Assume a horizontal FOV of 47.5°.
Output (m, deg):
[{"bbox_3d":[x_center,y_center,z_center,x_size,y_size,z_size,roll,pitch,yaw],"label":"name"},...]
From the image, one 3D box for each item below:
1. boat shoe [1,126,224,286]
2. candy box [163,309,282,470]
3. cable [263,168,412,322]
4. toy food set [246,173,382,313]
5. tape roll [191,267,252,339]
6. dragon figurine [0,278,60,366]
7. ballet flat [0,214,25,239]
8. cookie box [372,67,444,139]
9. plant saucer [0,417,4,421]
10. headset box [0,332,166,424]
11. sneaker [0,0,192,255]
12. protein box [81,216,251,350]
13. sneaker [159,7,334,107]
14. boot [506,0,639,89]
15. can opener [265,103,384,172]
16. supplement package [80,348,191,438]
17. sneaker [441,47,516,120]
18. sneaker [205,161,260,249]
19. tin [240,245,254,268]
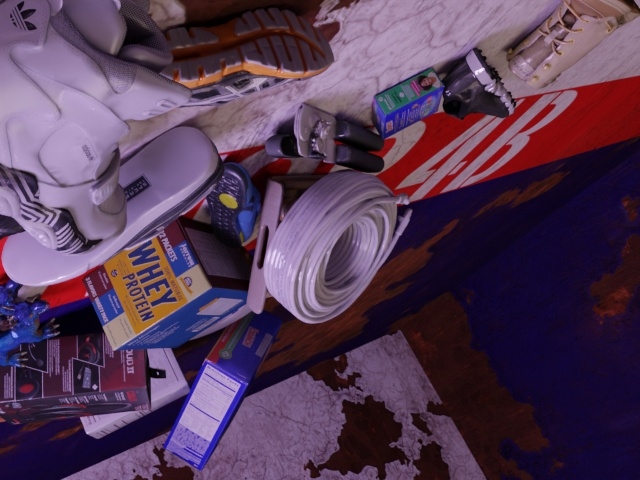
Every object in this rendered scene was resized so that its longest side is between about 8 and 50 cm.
[{"bbox_3d":[-0.258,-0.034,0.935,0.301,0.108,0.102,-36,163,-4],"label":"boat shoe"},{"bbox_3d":[-0.232,0.346,1.757,0.317,0.122,0.268,-61,179,29],"label":"candy box"},{"bbox_3d":[0.020,0.008,1.160,0.257,0.089,0.257,17,104,-59],"label":"cable"},{"bbox_3d":[0.000,0.000,1.279,0.306,0.092,0.220,-7,112,-52],"label":"toy food set"},{"bbox_3d":[-0.224,0.130,1.551,0.219,0.072,0.219,-27,165,-8],"label":"tape roll"},{"bbox_3d":[-0.498,0.148,1.093,0.289,0.085,0.144,-35,164,16],"label":"dragon figurine"},{"bbox_3d":[-0.386,-0.025,0.851,0.173,0.057,0.049,-29,-155,1],"label":"ballet flat"},{"bbox_3d":[0.138,-0.217,1.161,0.107,0.040,0.092,-28,165,-6],"label":"cookie box"},{"bbox_3d":[-0.609,0.320,1.529,0.200,0.037,0.200,-26,164,-8],"label":"plant saucer"},{"bbox_3d":[-0.430,0.249,1.320,0.293,0.110,0.218,-4,158,-13],"label":"headset box"},{"bbox_3d":[-0.217,-0.107,0.692,0.210,0.137,0.366,-27,161,1],"label":"sneaker"},{"bbox_3d":[-0.245,0.079,1.230,0.199,0.136,0.201,-33,164,12],"label":"protein box"},{"bbox_3d":[-0.087,-0.191,0.787,0.214,0.084,0.083,-11,160,-24],"label":"sneaker"},{"bbox_3d":[0.379,-0.332,1.142,0.203,0.095,0.262,-38,167,32],"label":"boot"},{"bbox_3d":[0.018,-0.153,1.132,0.093,0.074,0.280,2,180,31],"label":"can opener"},{"bbox_3d":[-0.444,0.341,1.696,0.244,0.139,0.134,-25,164,-13],"label":"supplement package"},{"bbox_3d":[0.260,-0.246,1.232,0.106,0.078,0.234,-32,161,20],"label":"sneaker"},{"bbox_3d":[-0.130,-0.070,1.135,0.082,0.069,0.209,-59,169,-28],"label":"sneaker"},{"bbox_3d":[-0.211,0.075,1.381,0.189,0.040,0.106,-33,-164,12],"label":"tin"}]
